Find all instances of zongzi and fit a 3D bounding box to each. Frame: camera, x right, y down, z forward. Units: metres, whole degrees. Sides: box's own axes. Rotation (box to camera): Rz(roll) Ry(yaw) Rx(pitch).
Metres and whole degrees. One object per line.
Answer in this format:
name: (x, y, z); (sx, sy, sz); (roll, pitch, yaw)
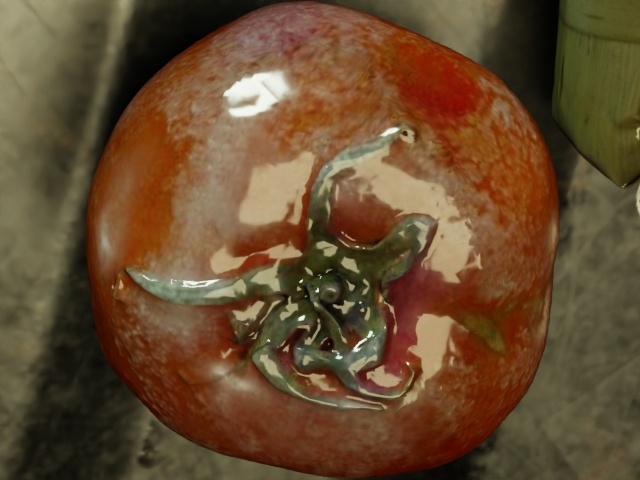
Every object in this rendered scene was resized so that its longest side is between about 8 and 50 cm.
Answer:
zongzi: (0.231, -0.158, 0.991); (0.256, 0.115, 0.228); (-14, 121, -21)

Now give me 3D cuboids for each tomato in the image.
tomato: (0.001, -0.004, 0.941); (0.232, 0.188, 0.232); (-1, 102, -5)
